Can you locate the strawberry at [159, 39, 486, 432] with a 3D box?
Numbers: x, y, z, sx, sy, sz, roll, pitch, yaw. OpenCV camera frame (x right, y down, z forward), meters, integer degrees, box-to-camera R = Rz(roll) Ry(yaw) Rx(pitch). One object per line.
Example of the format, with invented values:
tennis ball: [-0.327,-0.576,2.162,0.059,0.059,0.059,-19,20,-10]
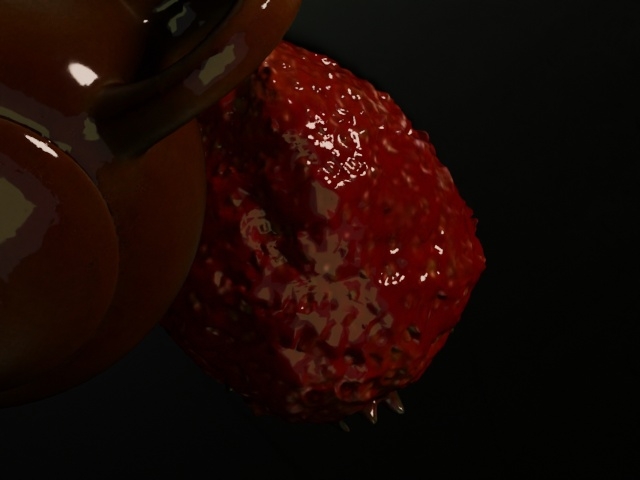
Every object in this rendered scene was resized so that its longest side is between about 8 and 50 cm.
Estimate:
strawberry: [0.000,0.000,0.574,0.146,0.082,0.187,-25,118,-12]

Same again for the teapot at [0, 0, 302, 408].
teapot: [-0.108,-0.018,0.478,0.252,0.135,0.178,-33,126,13]
